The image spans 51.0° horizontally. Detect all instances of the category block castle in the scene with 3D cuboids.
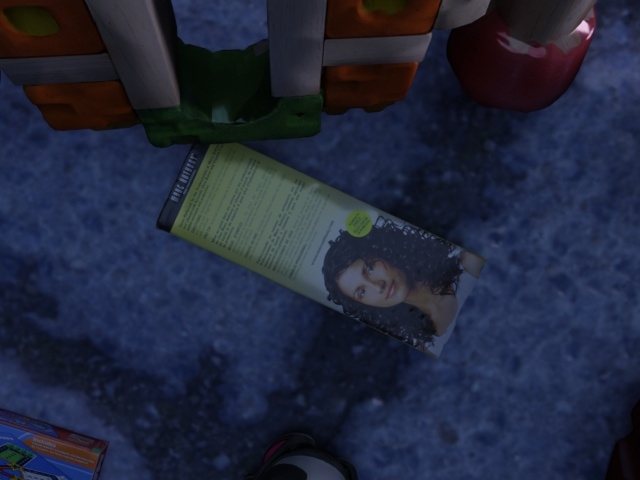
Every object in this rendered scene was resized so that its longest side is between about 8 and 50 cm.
[{"bbox_3d":[-0.062,-0.217,0.413,0.454,0.213,0.302,-4,72,-4],"label":"block castle"}]

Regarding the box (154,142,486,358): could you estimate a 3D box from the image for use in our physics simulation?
[{"bbox_3d":[0.000,0.000,0.512,0.232,0.058,0.087,24,93,0],"label":"box"}]

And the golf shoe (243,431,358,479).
[{"bbox_3d":[-0.057,0.282,0.502,0.105,0.120,0.272,21,95,-2],"label":"golf shoe"}]

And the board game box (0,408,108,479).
[{"bbox_3d":[-0.328,0.192,0.545,0.281,0.027,0.145,18,95,0],"label":"board game box"}]

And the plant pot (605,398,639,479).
[{"bbox_3d":[0.343,0.221,0.432,0.265,0.272,0.272,12,94,9],"label":"plant pot"}]
